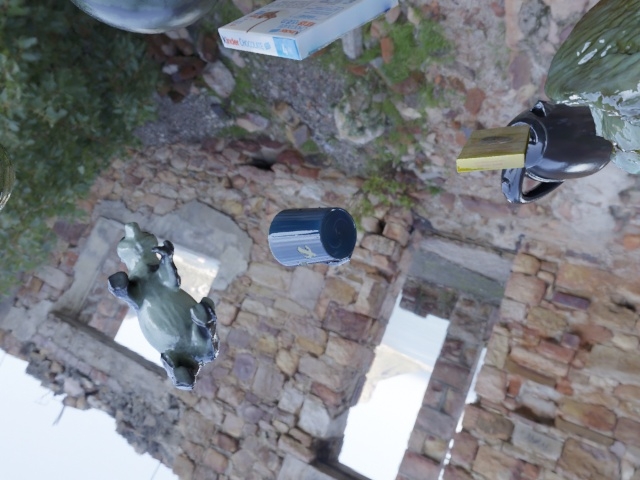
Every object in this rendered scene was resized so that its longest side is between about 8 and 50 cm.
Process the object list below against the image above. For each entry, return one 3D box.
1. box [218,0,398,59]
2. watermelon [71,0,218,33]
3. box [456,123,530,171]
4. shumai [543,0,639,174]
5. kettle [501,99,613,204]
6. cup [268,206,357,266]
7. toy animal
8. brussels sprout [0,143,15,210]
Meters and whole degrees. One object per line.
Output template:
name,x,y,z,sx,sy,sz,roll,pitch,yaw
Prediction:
box,-0.030,-0.451,0.969,0.273,0.265,0.048,31,149,43
watermelon,-0.204,-0.339,0.528,0.212,0.212,0.212,21,169,4
box,0.251,-0.135,0.689,0.087,0.155,0.023,-4,115,28
shumai,0.397,-0.176,0.496,0.204,0.222,0.272,36,-177,-15
kettle,0.562,-0.217,1.195,0.290,0.268,0.207,-13,-148,-34
cup,0.000,0.000,1.029,0.176,0.131,0.155,35,155,-34
toy animal,-0.204,0.079,0.629,0.225,0.094,0.121,56,160,1
brussels sprout,-0.670,-0.095,0.803,0.210,0.271,0.219,46,150,-12
